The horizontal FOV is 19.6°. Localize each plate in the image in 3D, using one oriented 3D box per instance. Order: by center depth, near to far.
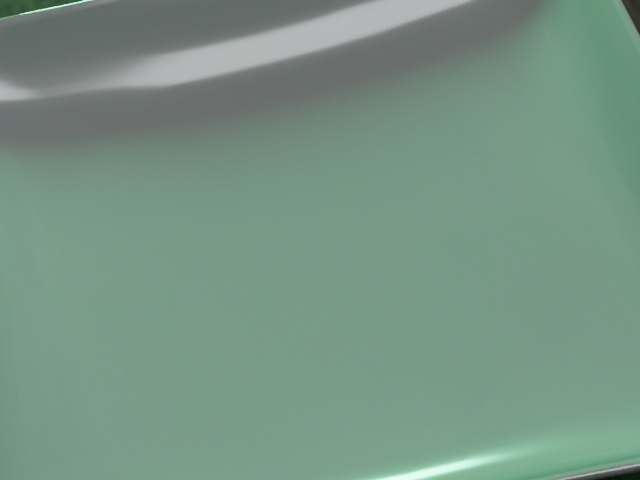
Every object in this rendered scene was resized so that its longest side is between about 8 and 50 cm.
[{"bbox_3d":[0.000,0.000,0.659,0.277,0.045,0.278,-14,48,-6],"label":"plate"}]
